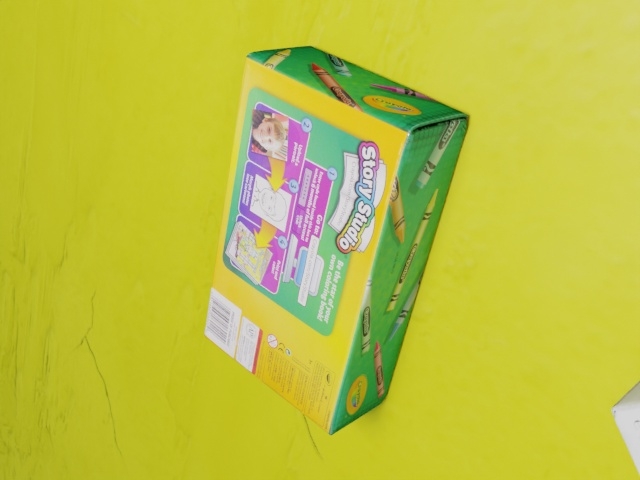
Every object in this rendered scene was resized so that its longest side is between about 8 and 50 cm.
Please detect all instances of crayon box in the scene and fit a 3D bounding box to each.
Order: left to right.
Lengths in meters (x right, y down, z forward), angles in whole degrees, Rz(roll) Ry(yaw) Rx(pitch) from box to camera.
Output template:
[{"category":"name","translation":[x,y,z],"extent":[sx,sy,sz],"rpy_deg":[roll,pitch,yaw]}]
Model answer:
[{"category":"crayon box","translation":[0.000,0.000,0.629],"extent":[0.165,0.081,0.278],"rpy_deg":[32,123,32]}]

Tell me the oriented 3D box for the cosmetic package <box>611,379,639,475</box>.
[{"category":"cosmetic package","translation":[0.291,0.103,0.390],"extent":[0.231,0.085,0.117],"rpy_deg":[-30,83,45]}]
